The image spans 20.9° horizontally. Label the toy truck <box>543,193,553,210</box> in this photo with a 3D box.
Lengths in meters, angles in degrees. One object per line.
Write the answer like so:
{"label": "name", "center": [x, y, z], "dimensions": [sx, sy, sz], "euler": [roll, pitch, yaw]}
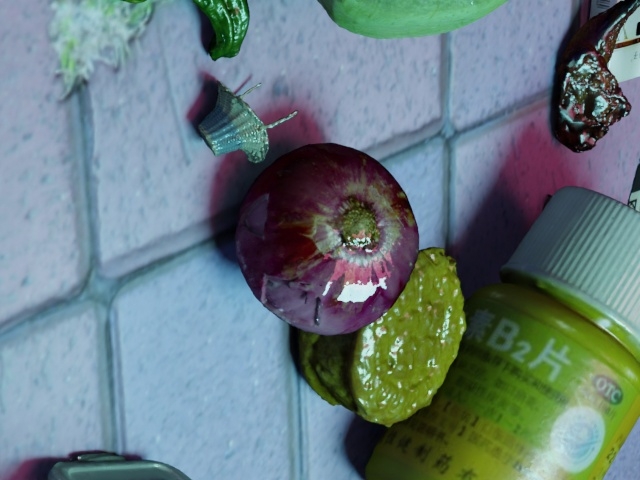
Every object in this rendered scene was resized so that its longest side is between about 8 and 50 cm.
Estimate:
{"label": "toy truck", "center": [0.323, 0.023, 2.062], "dimensions": [0.178, 0.080, 0.115], "euler": [26, 90, -52]}

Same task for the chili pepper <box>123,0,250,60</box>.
{"label": "chili pepper", "center": [-0.111, -0.207, 1.435], "dimensions": [0.182, 0.050, 0.073], "euler": [25, 78, -56]}

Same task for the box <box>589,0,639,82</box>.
{"label": "box", "center": [0.346, -0.261, 1.997], "dimensions": [0.084, 0.040, 0.154], "euler": [-21, 120, -47]}

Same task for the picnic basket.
{"label": "picnic basket", "center": [-0.069, -0.109, 1.527], "dimensions": [0.083, 0.065, 0.083], "euler": [-33, 128, -12]}

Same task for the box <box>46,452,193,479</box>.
{"label": "box", "center": [-0.139, 0.301, 1.484], "dimensions": [0.163, 0.243, 0.135], "euler": [5, 114, -53]}

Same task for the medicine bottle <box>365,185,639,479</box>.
{"label": "medicine bottle", "center": [0.234, 0.149, 1.850], "dimensions": [0.384, 0.224, 0.224], "euler": [-56, 141, -11]}

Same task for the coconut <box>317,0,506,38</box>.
{"label": "coconut", "center": [0.089, -0.321, 1.464], "dimensions": [0.328, 0.281, 0.328], "euler": [176, -90, -89]}

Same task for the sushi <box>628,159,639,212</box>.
{"label": "sushi", "center": [0.484, -0.031, 2.271], "dimensions": [0.279, 0.043, 0.192], "euler": [6, 101, -52]}

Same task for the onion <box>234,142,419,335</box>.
{"label": "onion", "center": [0.006, -0.002, 1.595], "dimensions": [0.177, 0.153, 0.177], "euler": [-8, 109, -25]}

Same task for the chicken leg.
{"label": "chicken leg", "center": [0.313, -0.195, 1.957], "dimensions": [0.053, 0.093, 0.205], "euler": [-79, 176, -62]}

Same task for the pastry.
{"label": "pastry", "center": [0.061, 0.088, 1.737], "dimensions": [0.189, 0.103, 0.188], "euler": [-26, 125, -44]}
